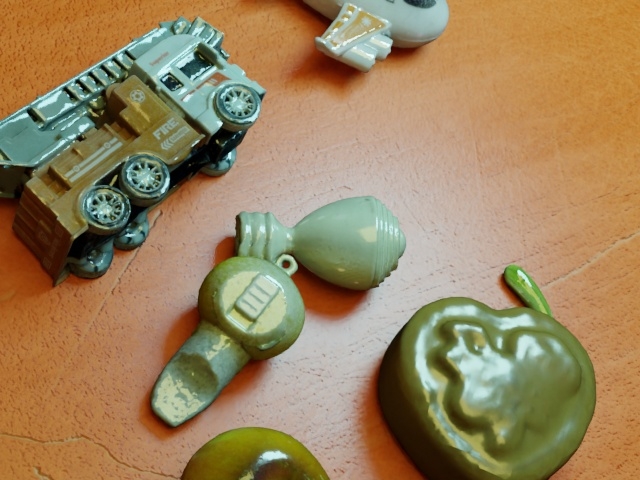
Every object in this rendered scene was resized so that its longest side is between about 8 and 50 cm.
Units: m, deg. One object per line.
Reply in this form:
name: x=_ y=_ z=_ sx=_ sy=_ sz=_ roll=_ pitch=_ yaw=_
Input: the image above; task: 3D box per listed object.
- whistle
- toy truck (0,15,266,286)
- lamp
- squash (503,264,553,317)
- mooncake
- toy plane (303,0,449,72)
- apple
whistle: x=-0.099 y=0.104 z=1.807 sx=0.123 sy=0.123 sz=0.223 roll=38 pitch=80 yaw=2
toy truck: x=-0.206 y=-0.120 z=1.848 sx=0.184 sy=0.133 sz=0.338 roll=45 pitch=60 yaw=6
lamp: x=0.000 y=0.000 z=1.884 sx=0.193 sy=0.106 sz=0.106 roll=4 pitch=64 yaw=-7
squash: x=0.245 y=0.065 z=1.975 sx=0.027 sy=0.027 sz=0.089 roll=-33 pitch=81 yaw=-29
mooncake: x=0.185 y=0.177 z=1.849 sx=0.235 sy=0.117 sz=0.234 roll=9 pitch=60 yaw=-17
toy plane: x=0.045 y=-0.315 z=2.040 sx=0.245 sy=0.117 sz=0.244 roll=8 pitch=61 yaw=-15
apple: x=-0.064 y=0.267 z=1.698 sx=0.146 sy=0.147 sz=0.163 roll=-33 pitch=81 yaw=-28
